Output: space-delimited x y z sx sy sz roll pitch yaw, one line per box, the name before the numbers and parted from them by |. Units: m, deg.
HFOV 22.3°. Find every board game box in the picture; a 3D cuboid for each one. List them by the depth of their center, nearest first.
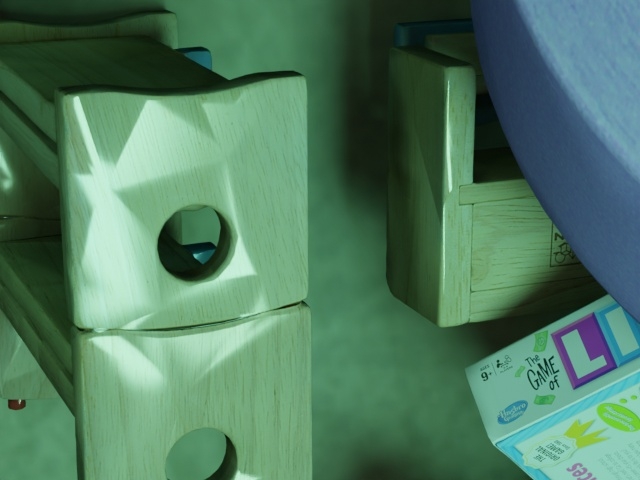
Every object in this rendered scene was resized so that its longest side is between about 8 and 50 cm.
board game box | 0.122 0.054 0.478 0.103 0.026 0.154 -29 141 15

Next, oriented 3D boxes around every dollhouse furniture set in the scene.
dollhouse furniture set | 0.000 0.000 0.499 0.184 0.129 0.129 -7 108 -21

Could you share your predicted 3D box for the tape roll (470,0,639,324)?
tape roll | 0.172 -0.086 0.377 0.275 0.090 0.274 -1 72 4
